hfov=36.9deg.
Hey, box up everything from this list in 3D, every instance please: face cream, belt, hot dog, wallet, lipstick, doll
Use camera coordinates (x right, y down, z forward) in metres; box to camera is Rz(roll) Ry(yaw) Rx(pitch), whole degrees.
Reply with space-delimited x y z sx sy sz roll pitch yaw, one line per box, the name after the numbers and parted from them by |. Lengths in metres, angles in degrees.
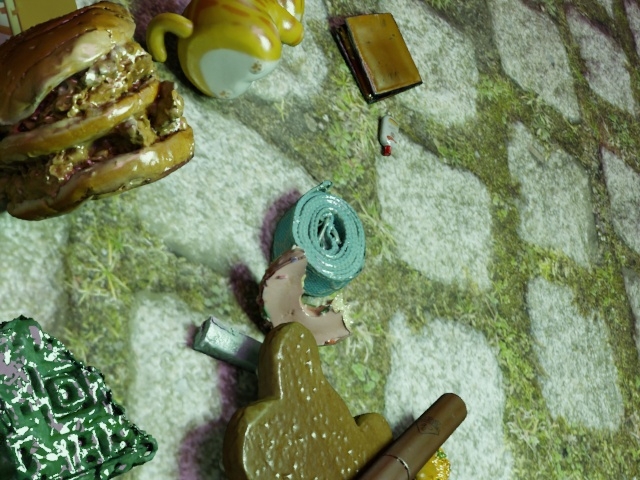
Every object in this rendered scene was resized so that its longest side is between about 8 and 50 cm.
0.125 -0.189 1.751 0.040 0.021 0.083 32 49 -32 | face cream
-0.003 0.006 1.451 0.147 0.082 0.163 51 42 1 | belt
0.165 0.349 1.423 0.188 0.055 0.072 -59 130 -77 | hot dog
0.111 -0.350 1.814 0.195 0.042 0.160 -29 97 -54 | wallet
0.120 0.305 1.350 0.357 0.057 0.057 -28 91 -56 | lipstick
-0.116 -0.327 1.448 0.162 0.167 0.269 55 36 -15 | doll

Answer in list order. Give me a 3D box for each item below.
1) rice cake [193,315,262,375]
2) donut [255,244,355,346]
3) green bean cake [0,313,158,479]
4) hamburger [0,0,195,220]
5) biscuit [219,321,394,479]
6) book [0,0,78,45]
-0.084 0.161 1.310 0.211 0.034 0.043 31 53 -35 | rice cake
-0.032 0.089 1.357 0.166 0.117 0.065 58 10 -22 | donut
-0.291 0.174 1.014 0.193 0.107 0.208 -16 80 -50 | green bean cake
-0.290 -0.144 1.106 0.245 0.260 0.211 -26 111 -9 | hamburger
0.017 0.337 1.297 0.432 0.064 0.283 53 39 -27 | biscuit
-0.432 -0.319 1.193 0.296 0.020 0.207 -3 72 -49 | book
